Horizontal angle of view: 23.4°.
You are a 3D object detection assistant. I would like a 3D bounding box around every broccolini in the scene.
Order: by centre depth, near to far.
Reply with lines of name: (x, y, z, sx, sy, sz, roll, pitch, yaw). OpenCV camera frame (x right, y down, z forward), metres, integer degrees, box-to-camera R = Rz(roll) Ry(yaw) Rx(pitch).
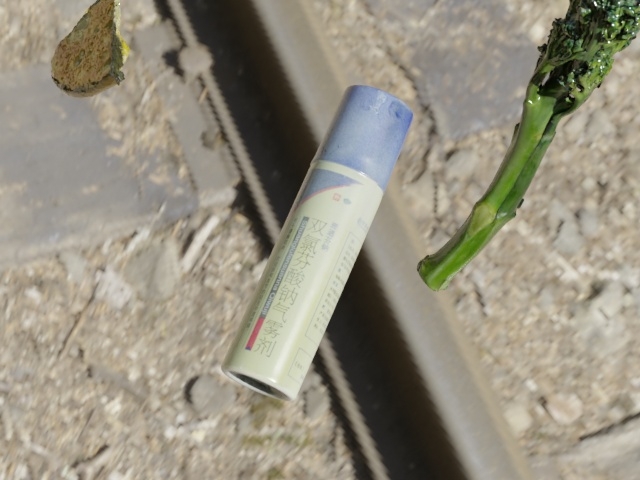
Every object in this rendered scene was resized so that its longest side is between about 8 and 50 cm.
broccolini: (0.112, -0.057, 0.852, 0.054, 0.239, 0.051, 39, 42, 12)

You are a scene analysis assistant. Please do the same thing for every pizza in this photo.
pizza: (-0.176, -0.165, 1.260, 0.026, 0.123, 0.108, 24, 84, -35)

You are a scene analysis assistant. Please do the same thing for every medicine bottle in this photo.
medicine bottle: (0.000, 0.000, 1.112, 0.059, 0.059, 0.231, 25, 75, -7)
